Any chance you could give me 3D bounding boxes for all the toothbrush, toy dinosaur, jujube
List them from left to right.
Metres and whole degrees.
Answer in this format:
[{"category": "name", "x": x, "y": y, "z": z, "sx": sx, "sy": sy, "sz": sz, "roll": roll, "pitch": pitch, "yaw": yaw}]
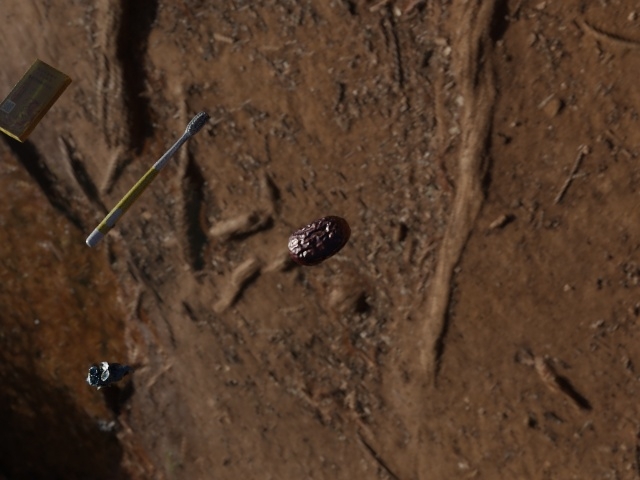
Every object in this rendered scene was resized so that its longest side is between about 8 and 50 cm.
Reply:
[{"category": "toy dinosaur", "x": -0.334, "y": 0.212, "z": 1.372, "sx": 0.083, "sy": 0.047, "sz": 0.030, "roll": -25, "pitch": 67, "yaw": 30}, {"category": "toothbrush", "x": -0.276, "y": -0.097, "z": 1.385, "sx": 0.021, "sy": 0.288, "sz": 0.024, "roll": 42, "pitch": -177, "yaw": -11}, {"category": "jujube", "x": 0.000, "y": 0.000, "z": 1.589, "sx": 0.129, "sy": 0.077, "sz": 0.077, "roll": -27, "pitch": 100, "yaw": 31}]

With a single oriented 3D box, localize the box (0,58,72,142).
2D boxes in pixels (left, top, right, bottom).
[{"category": "box", "x": -0.554, "y": -0.267, "z": 1.650, "sx": 0.089, "sy": 0.156, "sz": 0.022, "roll": 27, "pitch": 165, "yaw": 20}]
